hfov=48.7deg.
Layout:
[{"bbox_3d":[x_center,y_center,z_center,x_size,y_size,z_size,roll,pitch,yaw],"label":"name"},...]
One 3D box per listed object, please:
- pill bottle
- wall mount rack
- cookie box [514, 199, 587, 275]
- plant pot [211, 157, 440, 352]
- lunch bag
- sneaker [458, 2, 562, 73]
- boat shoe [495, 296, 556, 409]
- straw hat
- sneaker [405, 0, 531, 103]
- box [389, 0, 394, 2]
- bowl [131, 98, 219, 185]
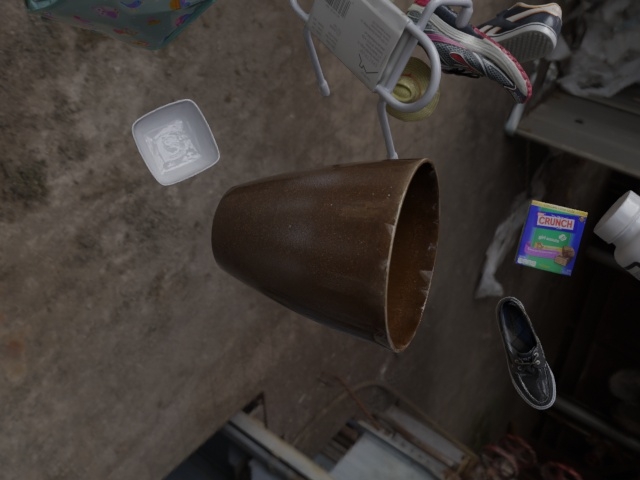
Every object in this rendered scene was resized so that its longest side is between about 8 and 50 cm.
[{"bbox_3d":[0.500,0.018,1.022,0.108,0.193,0.108,-49,172,-9],"label":"pill bottle"},{"bbox_3d":[0.074,-0.285,1.082,0.131,0.350,0.304,-13,143,-39],"label":"wall mount rack"},{"bbox_3d":[0.374,-0.005,1.153,0.040,0.092,0.107,-17,121,-81],"label":"cookie box"},{"bbox_3d":[0.000,0.000,0.818,0.215,0.231,0.215,9,90,-69],"label":"plant pot"},{"bbox_3d":[-0.325,-0.418,1.147,0.224,0.262,0.160,4,72,-47],"label":"lunch bag"},{"bbox_3d":[0.469,-0.512,1.798,0.126,0.321,0.127,43,64,-33],"label":"sneaker"},{"bbox_3d":[0.400,0.217,1.381,0.076,0.080,0.228,36,40,-70],"label":"boat shoe"},{"bbox_3d":[0.171,-0.313,1.470,0.061,0.145,0.144,-22,131,-55],"label":"straw hat"},{"bbox_3d":[0.294,-0.369,1.417,0.112,0.299,0.121,-54,180,20],"label":"sneaker"},{"bbox_3d":[0.112,-0.586,1.415,0.243,0.118,0.213,-61,167,-50],"label":"box"},{"bbox_3d":[-0.282,-0.186,1.358,0.142,0.053,0.142,-28,102,-20],"label":"bowl"}]
